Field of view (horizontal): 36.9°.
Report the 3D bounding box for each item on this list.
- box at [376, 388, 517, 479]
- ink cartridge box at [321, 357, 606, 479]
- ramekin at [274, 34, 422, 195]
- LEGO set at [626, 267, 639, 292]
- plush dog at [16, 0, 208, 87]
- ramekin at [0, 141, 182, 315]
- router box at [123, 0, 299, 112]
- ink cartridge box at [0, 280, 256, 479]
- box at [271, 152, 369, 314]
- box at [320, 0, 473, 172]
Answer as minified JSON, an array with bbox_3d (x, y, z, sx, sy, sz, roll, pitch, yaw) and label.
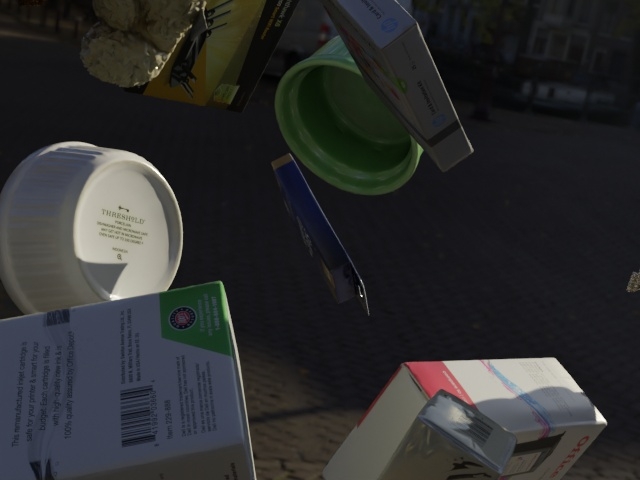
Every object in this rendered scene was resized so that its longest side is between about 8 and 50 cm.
[{"bbox_3d":[0.077,0.288,0.931,0.094,0.275,0.113,32,17,14],"label":"box"},{"bbox_3d":[0.190,0.273,1.256,0.306,0.226,0.131,5,38,-37],"label":"ink cartridge box"},{"bbox_3d":[0.078,-0.248,1.820,0.303,0.303,0.148,18,49,25],"label":"ramekin"},{"bbox_3d":[0.484,0.065,1.102,0.182,0.060,0.244,-10,36,-19],"label":"LEGO set"},{"bbox_3d":[-0.231,-0.341,1.093,0.225,0.262,0.210,26,-23,-27],"label":"plush dog"},{"bbox_3d":[-0.309,-0.006,1.339,0.127,0.273,0.273,0,7,34],"label":"ramekin"},{"bbox_3d":[-0.202,-0.386,1.740,0.243,0.309,0.081,6,47,-28],"label":"router box"},{"bbox_3d":[-0.216,0.171,0.907,0.289,0.121,0.211,-10,42,-4],"label":"ink cartridge box"},{"bbox_3d":[0.000,0.000,1.353,0.036,0.136,0.225,-28,67,-6],"label":"box"},{"bbox_3d":[0.058,-0.158,0.826,0.145,0.038,0.186,55,1,34],"label":"box"}]
